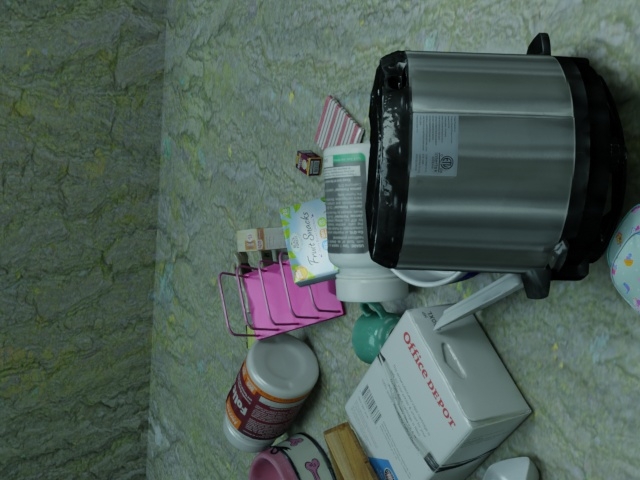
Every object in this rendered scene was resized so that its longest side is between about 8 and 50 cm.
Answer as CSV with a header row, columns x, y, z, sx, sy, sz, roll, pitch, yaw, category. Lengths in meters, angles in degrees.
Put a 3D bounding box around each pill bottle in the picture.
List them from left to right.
x,y,z,sx,sy,sz,roll,pitch,yaw,category
-0.169,0.485,2.272,0.224,0.224,0.392,63,144,34,pill bottle
0.114,-0.043,1.715,0.204,0.204,0.360,2,95,61,pill bottle

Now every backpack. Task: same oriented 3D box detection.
x,y,z,sx,sy,sz,roll,pitch,yaw,category
0.515,0.032,1.072,0.188,0.145,0.165,-120,32,-42,backpack

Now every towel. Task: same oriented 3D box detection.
x,y,z,sx,sy,sz,roll,pitch,yaw,category
0.052,-0.287,1.979,0.197,0.029,0.144,53,137,40,towel

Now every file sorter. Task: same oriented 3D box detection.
x,y,z,sx,sy,sz,roll,pitch,yaw,category
-0.115,0.144,2.038,0.291,0.182,0.202,-19,74,23,file sorter

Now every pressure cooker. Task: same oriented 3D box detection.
x,y,z,sx,sy,sz,roll,pitch,yaw,category
0.289,-0.119,1.200,0.375,0.421,0.369,-88,-1,-53,pressure cooker

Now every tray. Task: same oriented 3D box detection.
x,y,z,sx,sy,sz,roll,pitch,yaw,category
0.111,0.651,1.771,0.203,0.076,0.410,-123,16,-52,tray
0.334,0.100,1.398,0.270,0.145,0.030,-43,68,54,tray

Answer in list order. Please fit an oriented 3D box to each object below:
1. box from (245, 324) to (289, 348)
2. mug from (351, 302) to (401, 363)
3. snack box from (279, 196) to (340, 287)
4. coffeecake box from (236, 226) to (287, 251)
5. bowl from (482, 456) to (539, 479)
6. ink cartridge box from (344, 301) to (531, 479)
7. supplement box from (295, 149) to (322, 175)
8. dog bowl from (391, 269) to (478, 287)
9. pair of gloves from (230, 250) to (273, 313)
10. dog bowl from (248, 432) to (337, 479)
x,y,z,sx,sy,sz,roll,pitch,yaw,category
-0.179,0.338,2.444,0.232,0.058,0.087,4,97,61,box
0.146,0.228,1.748,0.097,0.158,0.129,-3,52,51,mug
0.000,0.000,1.884,0.070,0.175,0.207,53,-156,-70,snack box
-0.139,-0.006,2.193,0.142,0.186,0.068,-3,91,61,coffeecake box
0.370,0.505,1.435,0.142,0.053,0.142,-39,16,53,bowl
0.237,0.366,1.588,0.285,0.166,0.395,63,145,34,ink cartridge box
-0.034,-0.226,2.120,0.083,0.043,0.054,39,128,53,supplement box
0.242,-0.039,1.512,0.265,0.104,0.264,4,95,42,dog bowl
-0.199,0.126,2.285,0.042,0.240,0.204,-20,84,24,pair of gloves
-0.091,0.815,2.259,0.408,0.150,0.407,13,105,59,dog bowl
